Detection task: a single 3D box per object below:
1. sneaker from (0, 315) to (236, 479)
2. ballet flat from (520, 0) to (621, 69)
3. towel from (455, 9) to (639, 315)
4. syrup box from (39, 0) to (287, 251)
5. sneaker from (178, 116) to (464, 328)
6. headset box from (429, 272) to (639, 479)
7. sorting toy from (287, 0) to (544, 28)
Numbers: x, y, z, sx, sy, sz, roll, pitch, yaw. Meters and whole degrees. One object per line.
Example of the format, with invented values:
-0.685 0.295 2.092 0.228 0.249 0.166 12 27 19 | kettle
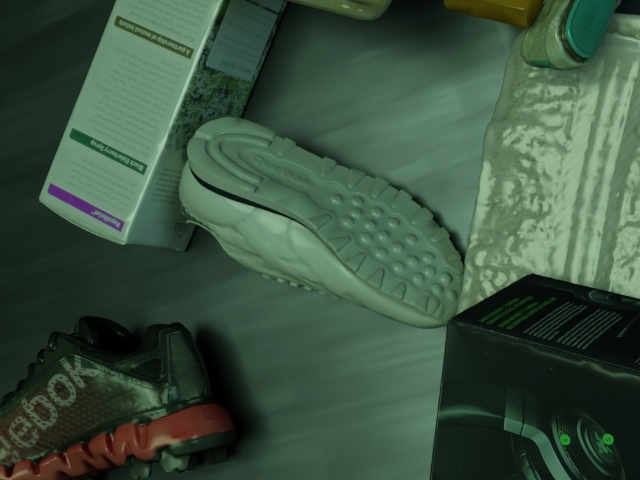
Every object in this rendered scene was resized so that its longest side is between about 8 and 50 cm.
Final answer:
-0.201 0.134 1.076 0.276 0.098 0.135 -16 80 22 | sneaker
0.182 -0.180 0.910 0.052 0.057 0.168 -5 43 54 | ballet flat
0.198 -0.016 0.921 0.187 0.049 0.282 10 91 27 | towel
-0.120 -0.116 1.054 0.096 0.093 0.237 27 99 25 | syrup box
0.000 0.000 1.004 0.235 0.090 0.095 33 136 13 | sneaker
0.198 0.173 0.825 0.283 0.131 0.246 13 109 29 | headset box
0.034 -0.250 0.955 0.307 0.041 0.229 19 62 25 | sorting toy
